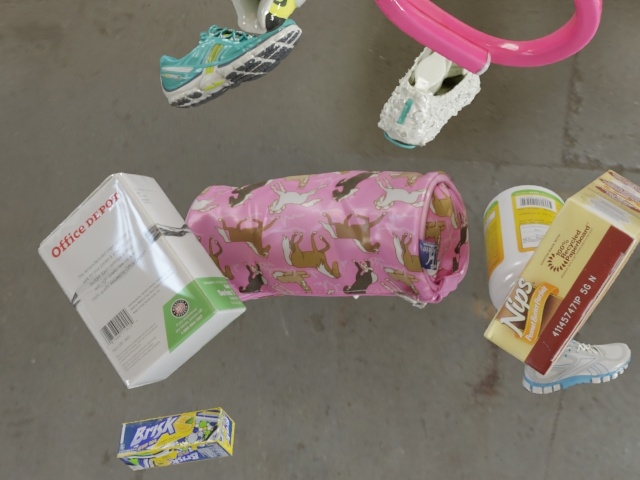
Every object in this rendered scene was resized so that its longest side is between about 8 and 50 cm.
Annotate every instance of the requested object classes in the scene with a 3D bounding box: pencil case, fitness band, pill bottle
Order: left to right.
[{"bbox_3d":[0.000,0.000,1.333,0.386,0.167,0.160,-1,135,27],"label":"pencil case"},{"bbox_3d":[0.190,-0.296,1.156,0.291,0.209,0.054,26,57,-20],"label":"fitness band"},{"bbox_3d":[0.323,0.040,1.508,0.136,0.246,0.136,3,132,3],"label":"pill bottle"}]

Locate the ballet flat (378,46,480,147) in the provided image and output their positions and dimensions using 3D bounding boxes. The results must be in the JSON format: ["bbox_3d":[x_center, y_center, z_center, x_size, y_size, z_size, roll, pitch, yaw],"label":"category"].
[{"bbox_3d":[0.230,-0.311,1.904,0.147,0.409,0.147,11,123,17],"label":"ballet flat"}]

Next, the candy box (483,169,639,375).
[{"bbox_3d":[0.309,0.026,1.172,0.087,0.316,0.183,34,111,16],"label":"candy box"}]

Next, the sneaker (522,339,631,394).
[{"bbox_3d":[0.428,0.194,1.642,0.190,0.071,0.083,-14,116,-8],"label":"sneaker"}]

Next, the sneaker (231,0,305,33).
[{"bbox_3d":[-0.118,-0.356,0.960,0.384,0.145,0.147,38,64,-40],"label":"sneaker"}]

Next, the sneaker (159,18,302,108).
[{"bbox_3d":[-0.164,-0.324,1.704,0.275,0.107,0.110,-20,86,19],"label":"sneaker"}]

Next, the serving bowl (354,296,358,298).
[{"bbox_3d":[0.056,0.080,2.009,0.027,0.083,0.083,-40,106,-3],"label":"serving bowl"}]

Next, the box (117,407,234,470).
[{"bbox_3d":[-0.218,0.300,1.488,0.169,0.059,0.054,-12,140,16],"label":"box"}]

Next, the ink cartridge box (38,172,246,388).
[{"bbox_3d":[-0.225,0.047,1.234,0.160,0.092,0.219,-40,76,16],"label":"ink cartridge box"}]
